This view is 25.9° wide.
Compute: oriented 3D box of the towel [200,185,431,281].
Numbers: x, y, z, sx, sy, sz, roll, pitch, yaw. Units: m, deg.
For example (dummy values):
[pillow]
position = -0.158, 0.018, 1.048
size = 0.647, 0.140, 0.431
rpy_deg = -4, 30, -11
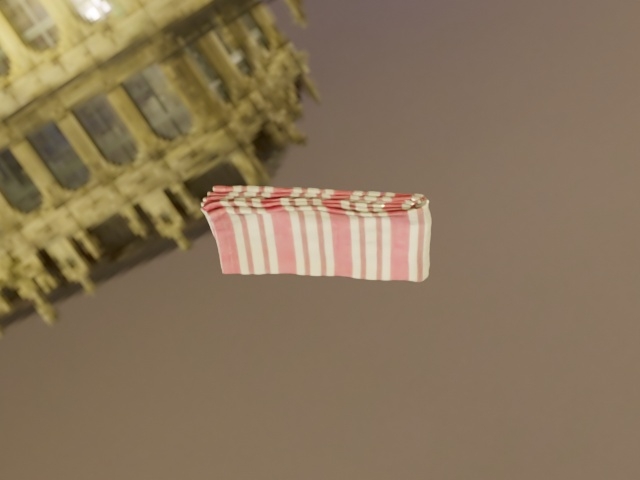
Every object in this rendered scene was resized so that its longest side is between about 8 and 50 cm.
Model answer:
[towel]
position = 0.000, 0.000, 1.236
size = 0.197, 0.144, 0.029
rpy_deg = 3, -116, 7
